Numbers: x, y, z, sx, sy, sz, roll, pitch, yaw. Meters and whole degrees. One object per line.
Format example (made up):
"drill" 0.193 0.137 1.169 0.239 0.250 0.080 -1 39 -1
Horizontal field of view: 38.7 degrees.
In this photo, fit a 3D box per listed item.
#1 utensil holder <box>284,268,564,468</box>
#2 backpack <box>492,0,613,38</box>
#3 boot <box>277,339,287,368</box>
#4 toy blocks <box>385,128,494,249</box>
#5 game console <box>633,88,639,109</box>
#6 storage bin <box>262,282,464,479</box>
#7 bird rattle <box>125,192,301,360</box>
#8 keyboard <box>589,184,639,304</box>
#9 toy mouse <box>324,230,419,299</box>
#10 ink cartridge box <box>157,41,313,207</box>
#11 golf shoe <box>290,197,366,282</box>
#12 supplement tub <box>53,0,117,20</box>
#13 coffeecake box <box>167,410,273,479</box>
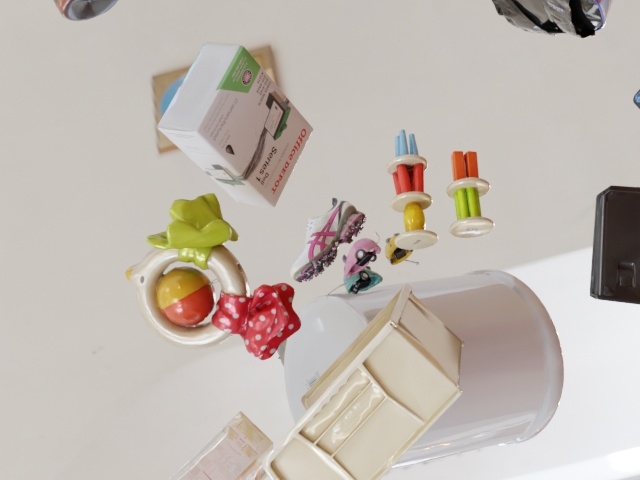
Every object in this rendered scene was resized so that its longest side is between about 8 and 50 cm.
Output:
"utensil holder" 0.177 0.227 1.600 0.327 0.385 0.328 7 98 54
"backpack" 0.393 -0.474 1.577 0.276 0.213 0.263 24 169 41
"boot" -0.038 0.263 1.885 0.219 0.082 0.106 81 168 -48
"toy blocks" 0.141 -0.073 1.099 0.054 0.123 0.148 37 -136 -59
"game console" 0.440 -0.208 1.150 0.122 0.071 0.107 -103 -11 -55
"storage bin" 0.062 0.211 1.206 0.123 0.260 0.262 42 -169 2
"bird rattle" -0.155 0.067 1.270 0.254 0.206 0.143 57 -159 -16
"keyboard" 0.422 0.057 0.885 0.033 0.317 0.202 85 -168 -75
"toy mouse" 0.059 0.033 1.263 0.031 0.143 0.161 57 180 26
"ink cartridge box" -0.124 -0.174 1.408 0.219 0.092 0.160 44 -114 -47
"golf shoe" 0.000 0.000 1.704 0.086 0.186 0.067 36 159 19
"supplement tub" -0.390 -0.443 1.390 0.198 0.106 0.106 61 -179 7
"coffeecake box" -0.152 0.339 1.243 0.068 0.185 0.142 41 157 18
